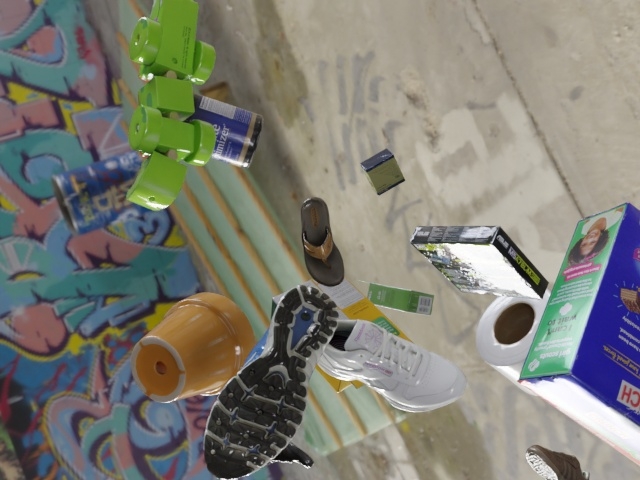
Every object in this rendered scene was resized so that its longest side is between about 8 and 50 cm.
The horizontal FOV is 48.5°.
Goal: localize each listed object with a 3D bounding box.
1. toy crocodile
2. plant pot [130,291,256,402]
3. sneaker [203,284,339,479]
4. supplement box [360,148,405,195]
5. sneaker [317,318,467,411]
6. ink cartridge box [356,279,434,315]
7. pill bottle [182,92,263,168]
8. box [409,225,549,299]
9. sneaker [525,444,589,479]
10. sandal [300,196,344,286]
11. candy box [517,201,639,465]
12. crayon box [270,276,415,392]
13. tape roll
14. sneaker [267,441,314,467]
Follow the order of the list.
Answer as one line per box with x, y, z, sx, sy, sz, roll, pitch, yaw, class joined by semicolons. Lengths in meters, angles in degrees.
-0.229;-0.213;1.049;0.105;0.115;0.341;-16;70;49;toy crocodile
-0.260;0.223;1.388;0.205;0.188;0.205;5;103;25;plant pot
-0.075;0.232;1.119;0.129;0.330;0.147;30;145;4;sneaker
0.160;-0.177;1.834;0.083;0.083;0.056;60;180;-28;supplement box
0.117;0.224;1.310;0.305;0.114;0.152;13;149;19;sneaker
0.203;0.161;1.999;0.209;0.109;0.062;8;86;47;ink cartridge box
-0.242;-0.243;1.524;0.123;0.219;0.123;-164;90;-79;pill bottle
0.287;0.039;1.291;0.184;0.045;0.190;43;155;-31;box
0.492;0.463;1.469;0.188;0.071;0.066;47;156;-25;sneaker
0.000;0.000;1.648;0.060;0.090;0.219;61;-159;-79;sandal
0.486;0.148;1.091;0.268;0.317;0.122;36;152;-10;candy box
0.054;0.224;1.707;0.323;0.203;0.083;43;142;33;crayon box
0.547;0.254;1.829;0.169;0.246;0.246;36;172;-26;tape roll
-0.102;0.443;1.474;0.170;0.089;0.051;32;166;20;sneaker
